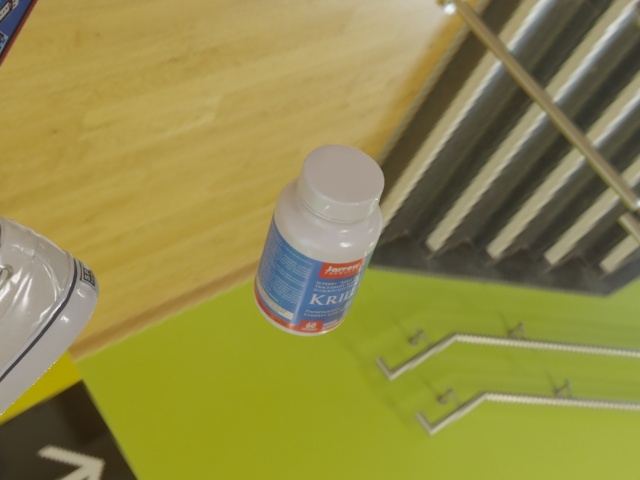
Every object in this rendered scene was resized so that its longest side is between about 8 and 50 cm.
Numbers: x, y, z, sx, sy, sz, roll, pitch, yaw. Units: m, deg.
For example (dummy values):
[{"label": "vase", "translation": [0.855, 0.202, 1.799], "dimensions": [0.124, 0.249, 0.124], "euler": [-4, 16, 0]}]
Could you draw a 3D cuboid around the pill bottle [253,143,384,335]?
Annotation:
[{"label": "pill bottle", "translation": [0.000, 0.000, 1.169], "dimensions": [0.124, 0.124, 0.221], "euler": [-26, 151, -32]}]

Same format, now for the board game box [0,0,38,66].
[{"label": "board game box", "translation": [-0.215, -0.027, 0.419], "dimensions": [0.027, 0.145, 0.281], "euler": [48, 56, -47]}]

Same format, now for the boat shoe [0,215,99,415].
[{"label": "boat shoe", "translation": [-0.357, 0.127, 0.836], "dimensions": [0.367, 0.136, 0.156], "euler": [-47, 128, -3]}]
